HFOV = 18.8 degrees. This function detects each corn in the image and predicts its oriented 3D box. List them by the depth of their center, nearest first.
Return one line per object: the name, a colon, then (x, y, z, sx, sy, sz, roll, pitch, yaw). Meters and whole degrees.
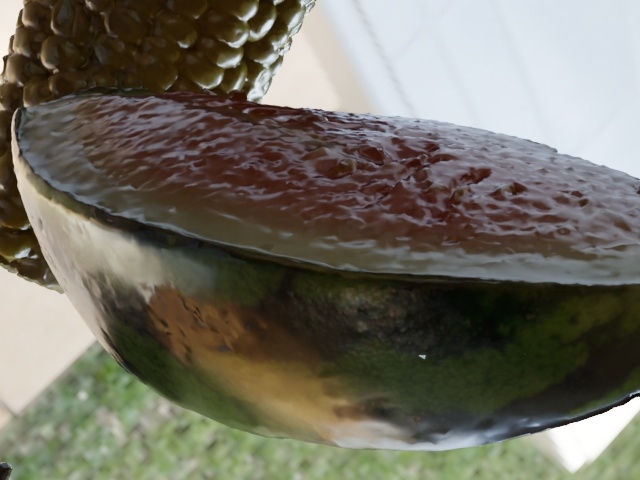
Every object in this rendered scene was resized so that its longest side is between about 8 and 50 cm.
corn: (-0.049, -0.128, 0.781, 0.322, 0.119, 0.119, -61, 151, 6)

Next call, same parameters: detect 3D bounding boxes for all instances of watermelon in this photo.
watermelon: (0.000, -0.006, 0.505, 0.119, 0.245, 0.063, -37, 126, -34)

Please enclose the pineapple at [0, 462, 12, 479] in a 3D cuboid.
pineapple: (-0.258, 0.196, 0.755, 0.340, 0.169, 0.169, -25, 147, -19)
